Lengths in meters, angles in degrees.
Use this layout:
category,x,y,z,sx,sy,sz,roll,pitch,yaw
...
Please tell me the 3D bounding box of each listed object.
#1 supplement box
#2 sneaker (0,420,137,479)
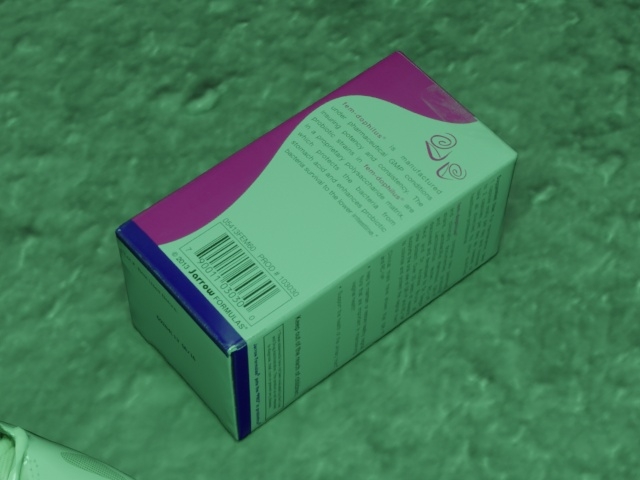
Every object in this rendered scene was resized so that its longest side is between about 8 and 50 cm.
category,x,y,z,sx,sy,sz,roll,pitch,yaw
supplement box,0.000,0.000,0.964,0.220,0.114,0.111,-34,62,-21
sneaker,-0.253,0.110,0.792,0.447,0.257,0.169,15,56,8
